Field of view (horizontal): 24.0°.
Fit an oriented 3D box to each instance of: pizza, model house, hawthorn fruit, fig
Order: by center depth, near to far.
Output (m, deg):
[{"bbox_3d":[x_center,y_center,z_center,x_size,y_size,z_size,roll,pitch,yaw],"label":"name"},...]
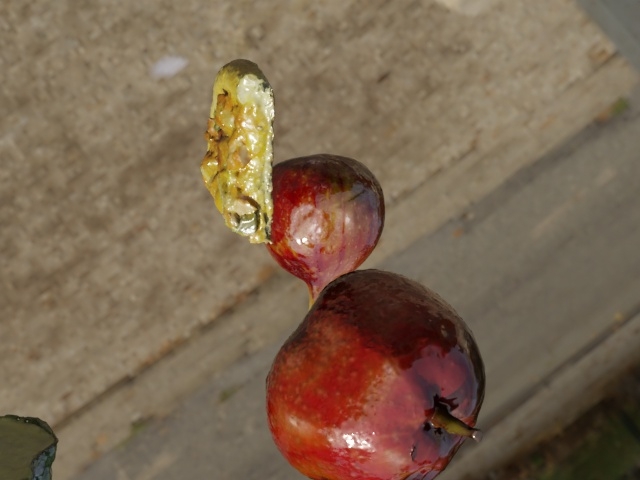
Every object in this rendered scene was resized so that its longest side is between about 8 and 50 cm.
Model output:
[{"bbox_3d":[0.067,0.150,1.494,0.230,0.210,0.266,-40,-155,-14],"label":"hawthorn fruit"},{"bbox_3d":[-0.090,-0.086,1.612,0.058,0.197,0.292,-6,167,-12],"label":"pizza"},{"bbox_3d":[0.000,-0.004,1.874,0.175,0.207,0.175,0,178,0],"label":"fig"},{"bbox_3d":[-0.521,0.427,2.227,0.261,0.266,0.321,2,-166,5],"label":"model house"}]
